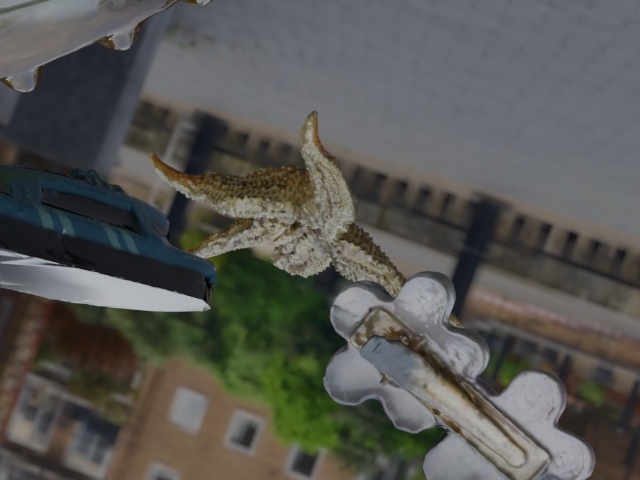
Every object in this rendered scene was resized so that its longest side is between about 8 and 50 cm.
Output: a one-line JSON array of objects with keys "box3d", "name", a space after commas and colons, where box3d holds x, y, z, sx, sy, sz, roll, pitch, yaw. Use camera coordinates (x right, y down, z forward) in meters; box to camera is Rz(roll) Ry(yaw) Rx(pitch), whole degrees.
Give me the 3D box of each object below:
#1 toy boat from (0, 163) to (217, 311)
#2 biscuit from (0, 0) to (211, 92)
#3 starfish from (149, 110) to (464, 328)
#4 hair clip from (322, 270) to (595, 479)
[{"box3d": [-0.172, -0.017, 1.118, 0.134, 0.092, 0.299, -4, 169, 30], "name": "toy boat"}, {"box3d": [-0.167, -0.171, 0.917, 0.332, 0.332, 0.103, 18, 135, 45], "name": "biscuit"}, {"box3d": [-0.018, -0.008, 1.757, 0.293, 0.084, 0.301, -1, 142, 48], "name": "starfish"}, {"box3d": [0.112, 0.131, 1.522, 0.257, 0.146, 0.075, 40, -171, -5], "name": "hair clip"}]
